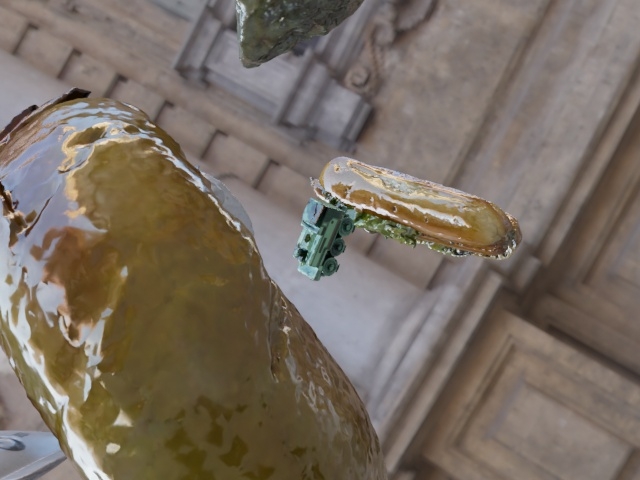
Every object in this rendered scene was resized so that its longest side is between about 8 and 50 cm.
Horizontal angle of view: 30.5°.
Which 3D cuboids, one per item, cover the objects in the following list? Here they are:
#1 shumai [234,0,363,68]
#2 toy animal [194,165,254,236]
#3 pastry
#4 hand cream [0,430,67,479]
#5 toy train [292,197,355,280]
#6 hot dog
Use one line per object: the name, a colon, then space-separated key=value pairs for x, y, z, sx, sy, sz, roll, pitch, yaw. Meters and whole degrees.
shumai: x=0.014 y=-0.276 z=1.082 sx=0.218 sy=0.189 sz=0.256 roll=-10 pitch=-24 yaw=-9
toy animal: x=-0.151 y=0.022 z=0.974 sx=0.221 sy=0.130 sz=0.104 roll=-35 pitch=-63 yaw=-44
pastry: x=-0.088 y=0.070 z=0.715 sx=0.164 sy=0.356 sz=0.356 roll=-33 pitch=-31 yaw=-11
hand cream: x=-0.329 y=0.192 z=0.900 sx=0.139 sy=0.314 sz=0.089 roll=-13 pitch=-87 yaw=-76
toy train: x=0.000 y=0.000 z=1.182 sx=0.053 sy=0.033 sz=0.083 roll=16 pitch=-80 yaw=-45
hot dog: x=0.130 y=-0.041 z=1.715 sx=0.135 sy=0.337 sz=0.100 roll=20 pitch=-91 yaw=-59
